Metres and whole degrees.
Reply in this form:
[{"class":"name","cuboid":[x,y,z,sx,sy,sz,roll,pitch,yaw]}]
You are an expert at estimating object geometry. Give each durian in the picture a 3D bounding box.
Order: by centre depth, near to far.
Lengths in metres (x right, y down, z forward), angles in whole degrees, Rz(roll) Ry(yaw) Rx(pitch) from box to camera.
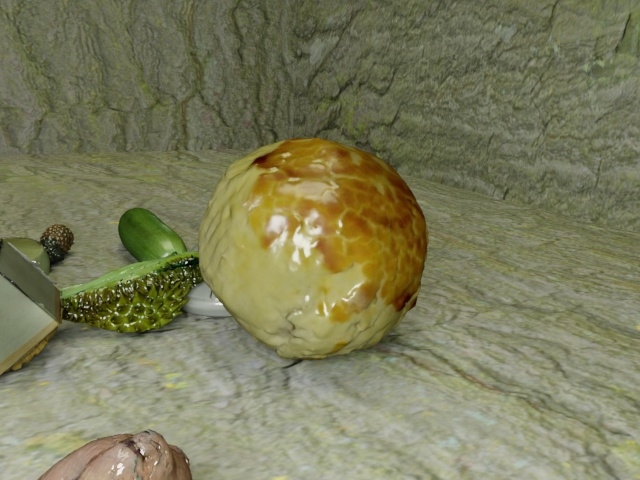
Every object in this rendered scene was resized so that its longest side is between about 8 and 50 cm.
[{"class":"durian","cuboid":[-0.310,0.094,1.081,0.375,0.106,0.132,-14,17,-26]}]

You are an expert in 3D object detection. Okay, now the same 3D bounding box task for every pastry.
[{"class":"pastry","cuboid":[0.000,0.000,1.022,0.389,0.312,0.388,34,24,-17]}]

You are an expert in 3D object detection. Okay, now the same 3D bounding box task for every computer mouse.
[{"class":"computer mouse","cuboid":[-0.185,0.053,1.261,0.184,0.121,0.297,7,15,7]}]

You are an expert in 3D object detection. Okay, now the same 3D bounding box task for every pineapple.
[{"class":"pineapple","cuboid":[-0.598,0.019,1.380,0.074,0.074,0.159,2,24,-7]}]

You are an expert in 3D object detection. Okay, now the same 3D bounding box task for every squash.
[{"class":"squash","cuboid":[-0.391,-0.002,1.426,0.107,0.107,0.395,-5,20,-30]}]

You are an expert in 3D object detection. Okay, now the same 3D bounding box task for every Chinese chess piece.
[{"class":"Chinese chess piece","cuboid":[-0.629,0.056,1.213,0.189,0.083,0.188,3,19,-1]}]

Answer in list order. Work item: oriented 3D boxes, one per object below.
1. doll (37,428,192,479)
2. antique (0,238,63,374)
[{"class":"doll","cuboid":[-0.133,0.253,0.502,0.303,0.156,0.201,23,23,40]},{"class":"antique","cuboid":[-0.465,0.105,0.896,0.152,0.148,0.147,-41,26,-5]}]
